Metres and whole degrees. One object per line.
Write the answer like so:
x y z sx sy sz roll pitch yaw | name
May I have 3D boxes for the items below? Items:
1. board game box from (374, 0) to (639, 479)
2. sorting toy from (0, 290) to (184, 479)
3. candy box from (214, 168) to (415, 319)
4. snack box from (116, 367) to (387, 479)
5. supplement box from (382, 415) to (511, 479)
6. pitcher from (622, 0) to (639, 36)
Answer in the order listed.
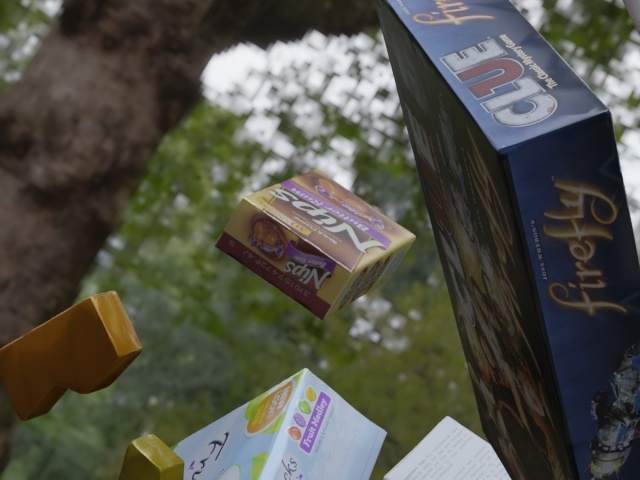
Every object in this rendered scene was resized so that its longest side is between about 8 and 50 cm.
0.086 0.024 0.709 0.165 0.042 0.243 -117 -171 -58 | board game box
-0.172 0.154 0.814 0.041 0.307 0.229 -14 76 -63 | sorting toy
0.000 0.000 1.475 0.109 0.053 0.186 35 19 10 | candy box
-0.072 0.185 0.997 0.070 0.174 0.207 40 -43 -17 | snack box
0.164 0.284 1.653 0.220 0.114 0.111 33 -42 19 | supplement box
0.215 -0.221 1.233 0.207 0.125 0.178 45 -41 44 | pitcher
